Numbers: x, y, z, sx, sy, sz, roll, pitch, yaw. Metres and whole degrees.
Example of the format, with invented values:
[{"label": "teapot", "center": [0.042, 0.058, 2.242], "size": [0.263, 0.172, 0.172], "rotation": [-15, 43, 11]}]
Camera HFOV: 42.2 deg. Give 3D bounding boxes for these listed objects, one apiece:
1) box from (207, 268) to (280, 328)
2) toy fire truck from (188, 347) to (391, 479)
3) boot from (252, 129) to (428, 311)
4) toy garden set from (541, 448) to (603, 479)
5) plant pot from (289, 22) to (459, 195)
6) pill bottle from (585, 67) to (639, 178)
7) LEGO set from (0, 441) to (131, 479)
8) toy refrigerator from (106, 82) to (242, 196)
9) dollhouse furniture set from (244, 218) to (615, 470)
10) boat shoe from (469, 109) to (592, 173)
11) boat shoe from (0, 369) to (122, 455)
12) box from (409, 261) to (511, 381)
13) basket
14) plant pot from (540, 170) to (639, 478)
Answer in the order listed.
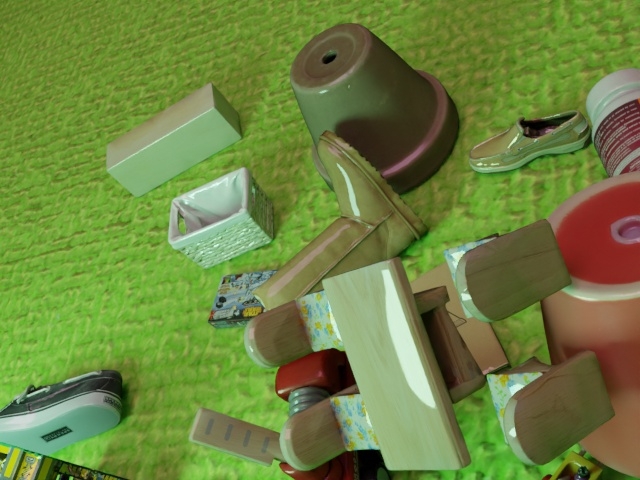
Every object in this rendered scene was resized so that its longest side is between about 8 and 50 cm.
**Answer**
[{"label": "box", "center": [-0.119, 0.099, 1.400], "size": [0.137, 0.027, 0.094], "rotation": [-7, 53, 32]}, {"label": "toy fire truck", "center": [-0.034, 0.235, 1.076], "size": [0.158, 0.246, 0.217], "rotation": [-20, 48, 21]}, {"label": "boot", "center": [0.000, 0.000, 1.271], "size": [0.269, 0.236, 0.089], "rotation": [-44, 1, -3]}, {"label": "toy garden set", "center": [0.376, 0.251, 0.917], "size": [0.204, 0.049, 0.244], "rotation": [29, 77, 45]}, {"label": "plant pot", "center": [0.066, -0.230, 1.379], "size": [0.263, 0.229, 0.263], "rotation": [-20, 47, 23]}, {"label": "pill bottle", "center": [0.437, -0.123, 1.110], "size": [0.121, 0.121, 0.221], "rotation": [-23, 47, 19]}, {"label": "LEGO set", "center": [-0.411, 0.404, 1.178], "size": [0.255, 0.331, 0.192], "rotation": [7, 69, 24]}, {"label": "toy refrigerator", "center": [-0.304, -0.207, 1.714], "size": [0.269, 0.102, 0.094], "rotation": [-27, 46, 16]}, {"label": "dollhouse furniture set", "center": [0.079, 0.223, 0.841], "size": [0.362, 0.256, 0.394], "rotation": [-20, 89, 51]}, {"label": "boat shoe", "center": [0.309, -0.159, 1.262], "size": [0.190, 0.072, 0.068], "rotation": [-17, 49, 24]}, {"label": "boat shoe", "center": [-0.484, 0.300, 1.446], "size": [0.306, 0.113, 0.105], "rotation": [-24, 40, 15]}, {"label": "box", "center": [0.159, 0.137, 1.179], "size": [0.164, 0.021, 0.201], "rotation": [-31, 46, 12]}, {"label": "basket", "center": [-0.175, -0.036, 1.489], "size": [0.167, 0.103, 0.113], "rotation": [-21, 47, 20]}, {"label": "plant pot", "center": [0.359, 0.075, 0.883], "size": [0.275, 0.243, 0.275], "rotation": [-22, 31, 15]}]
